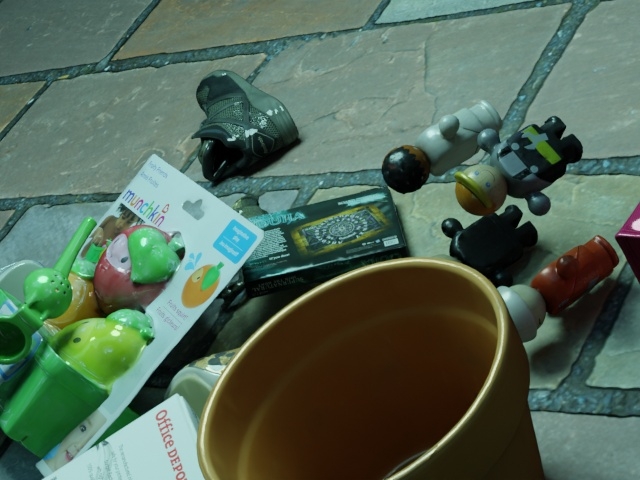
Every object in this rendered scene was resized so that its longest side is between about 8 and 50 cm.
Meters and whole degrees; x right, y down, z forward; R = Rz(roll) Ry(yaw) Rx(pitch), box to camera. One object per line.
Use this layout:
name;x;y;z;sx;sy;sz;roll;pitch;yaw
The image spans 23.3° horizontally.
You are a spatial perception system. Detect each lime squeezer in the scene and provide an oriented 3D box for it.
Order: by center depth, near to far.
lime squeezer;-0.333;0.082;1.679;0.110;0.059;0.310;11;56;49

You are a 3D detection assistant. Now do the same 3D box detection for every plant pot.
plant pot;0.066;0.186;1.340;0.291;0.203;0.291;-22;32;15

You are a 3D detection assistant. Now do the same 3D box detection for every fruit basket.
fruit basket;-0.250;0.072;1.767;0.353;0.165;0.327;-55;34;0

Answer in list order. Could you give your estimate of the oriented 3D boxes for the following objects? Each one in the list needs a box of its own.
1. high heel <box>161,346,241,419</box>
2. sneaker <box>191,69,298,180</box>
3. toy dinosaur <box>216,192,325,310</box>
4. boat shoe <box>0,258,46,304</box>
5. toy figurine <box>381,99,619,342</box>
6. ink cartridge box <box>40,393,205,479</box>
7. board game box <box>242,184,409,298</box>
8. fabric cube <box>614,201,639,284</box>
high heel;-0.043;0.137;1.656;0.261;0.093;0.186;-20;5;46
sneaker;-0.137;-0.157;2.101;0.130;0.087;0.227;-34;36;-15
toy dinosaur;-0.090;0.015;1.852;0.118;0.064;0.268;-29;34;-8
boat shoe;-0.451;0.107;2.033;0.227;0.079;0.081;-39;13;-9
toy figurine;0.167;-0.021;1.532;0.148;0.209;0.213;-31;29;-19
ink cartridge box;-0.198;0.285;1.530;0.237;0.100;0.172;-33;32;1
board game box;0.000;0.000;1.774;0.186;0.026;0.126;-13;36;1
fabric cube;0.437;0.003;1.224;0.254;0.259;0.258;7;50;45
